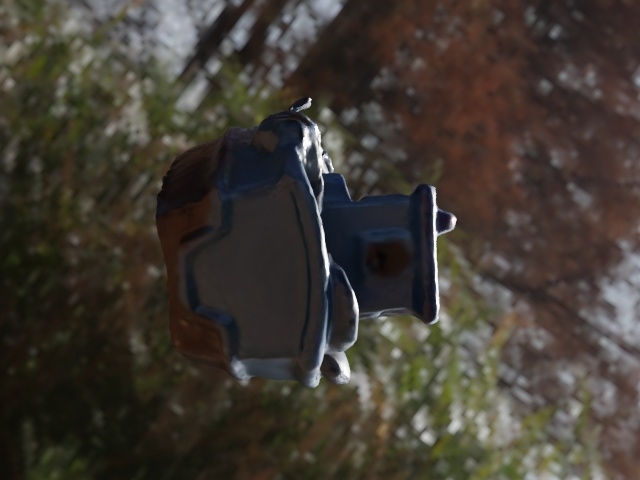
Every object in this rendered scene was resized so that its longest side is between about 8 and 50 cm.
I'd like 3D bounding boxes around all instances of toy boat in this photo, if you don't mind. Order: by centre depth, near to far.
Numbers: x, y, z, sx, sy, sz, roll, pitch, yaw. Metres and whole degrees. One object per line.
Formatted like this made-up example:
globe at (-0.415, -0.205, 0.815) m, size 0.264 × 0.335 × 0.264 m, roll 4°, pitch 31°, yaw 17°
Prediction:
toy boat at (0.000, 0.000, 0.652) m, size 0.097 × 0.100 × 0.223 m, roll -4°, pitch 3°, yaw 2°
